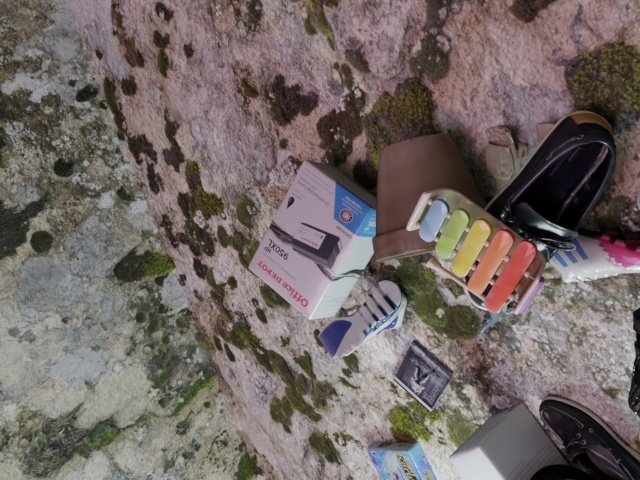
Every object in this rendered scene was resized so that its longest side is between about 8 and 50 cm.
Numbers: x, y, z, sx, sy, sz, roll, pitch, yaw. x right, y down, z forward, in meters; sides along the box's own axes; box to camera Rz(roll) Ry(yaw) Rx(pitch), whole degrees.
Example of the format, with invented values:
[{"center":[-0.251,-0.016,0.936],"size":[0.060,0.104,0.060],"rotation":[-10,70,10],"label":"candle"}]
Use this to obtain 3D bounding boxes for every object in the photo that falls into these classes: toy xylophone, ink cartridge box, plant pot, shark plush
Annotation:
[{"center":[0.330,0.034,1.507],"size":[0.322,0.081,0.236],"rotation":[33,133,26],"label":"toy xylophone"},{"center":[0.000,0.000,2.124],"size":[0.285,0.166,0.395],"rotation":[38,109,27],"label":"ink cartridge box"},{"center":[0.272,-0.112,1.787],"size":[0.323,0.323,0.280],"rotation":[-16,84,53],"label":"plant pot"},{"center":[0.464,0.204,1.927],"size":[0.073,0.067,0.161],"rotation":[51,142,12],"label":"shark plush"}]

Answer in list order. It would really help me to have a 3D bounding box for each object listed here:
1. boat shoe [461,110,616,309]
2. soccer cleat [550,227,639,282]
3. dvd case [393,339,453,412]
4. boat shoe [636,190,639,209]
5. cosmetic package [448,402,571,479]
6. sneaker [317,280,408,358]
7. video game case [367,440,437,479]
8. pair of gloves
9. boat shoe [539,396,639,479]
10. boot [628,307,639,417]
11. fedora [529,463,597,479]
[{"center":[0.468,-0.045,1.529],"size":[0.186,0.156,0.500],"rotation":[26,112,-9],"label":"boat shoe"},{"center":[0.623,0.042,1.588],"size":[0.331,0.116,0.143],"rotation":[22,115,50],"label":"soccer cleat"},{"center":[0.332,0.444,2.282],"size":[0.164,0.018,0.221],"rotation":[40,138,24],"label":"dvd case"},{"center":[0.778,-0.022,1.394],"size":[0.302,0.091,0.114],"rotation":[44,114,20],"label":"boat shoe"},{"center":[0.601,0.721,1.971],"size":[0.453,0.230,0.161],"rotation":[55,143,9],"label":"cosmetic package"},{"center":[0.163,0.260,2.197],"size":[0.315,0.182,0.127],"rotation":[-41,60,17],"label":"sneaker"},{"center":[0.314,0.861,2.544],"size":[0.244,0.061,0.269],"rotation":[-21,96,52],"label":"video game case"},{"center":[0.499,-0.180,1.655],"size":[0.240,0.042,0.204],"rotation":[3,119,51],"label":"pair of gloves"},{"center":[0.703,0.549,1.834],"size":[0.340,0.113,0.127],"rotation":[42,139,24],"label":"boat shoe"},{"center":[0.829,0.300,1.502],"size":[0.348,0.131,0.260],"rotation":[18,120,56],"label":"boot"},{"center":[0.685,0.719,1.788],"size":[0.334,0.334,0.152],"rotation":[55,146,8],"label":"fedora"}]
